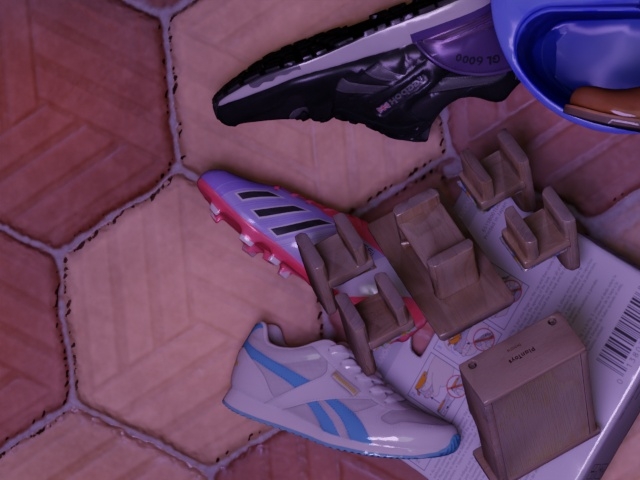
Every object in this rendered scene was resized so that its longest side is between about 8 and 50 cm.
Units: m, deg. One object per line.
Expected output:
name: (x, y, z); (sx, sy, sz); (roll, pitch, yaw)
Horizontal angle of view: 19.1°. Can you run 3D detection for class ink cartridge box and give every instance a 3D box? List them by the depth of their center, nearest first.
ink cartridge box: (0.178, 0.114, 1.757); (0.239, 0.060, 0.275); (34, 100, 28)

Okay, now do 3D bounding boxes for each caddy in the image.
caddy: (0.318, -0.214, 1.640); (0.341, 0.179, 0.241); (0, 97, 7)

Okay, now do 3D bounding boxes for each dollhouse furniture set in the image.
dollhouse furniture set: (0.132, 0.068, 1.665); (0.212, 0.161, 0.242); (-28, 56, -7)

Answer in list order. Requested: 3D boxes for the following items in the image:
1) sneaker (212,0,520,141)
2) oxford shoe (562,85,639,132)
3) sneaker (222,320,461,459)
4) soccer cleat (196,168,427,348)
sneaker: (0.043, -0.133, 1.726); (0.283, 0.107, 0.124); (-18, 104, 13)
oxford shoe: (0.306, -0.121, 1.567); (0.212, 0.076, 0.076); (1, 96, 3)
sneaker: (0.023, 0.142, 1.748); (0.228, 0.087, 0.092); (16, 90, 19)
soccer cleat: (0.000, 0.000, 1.761); (0.248, 0.083, 0.095); (37, 83, 5)
